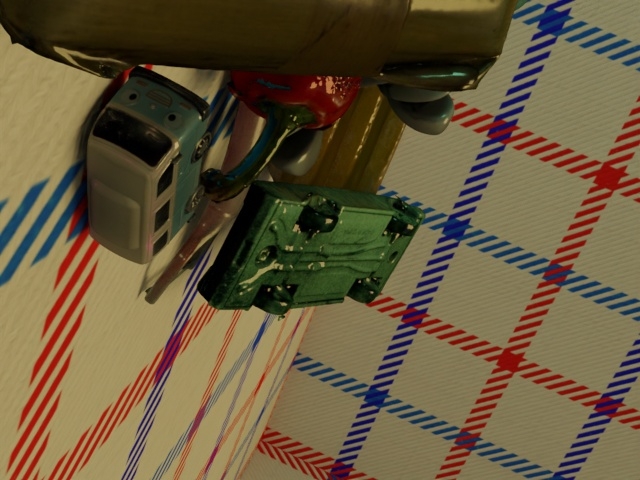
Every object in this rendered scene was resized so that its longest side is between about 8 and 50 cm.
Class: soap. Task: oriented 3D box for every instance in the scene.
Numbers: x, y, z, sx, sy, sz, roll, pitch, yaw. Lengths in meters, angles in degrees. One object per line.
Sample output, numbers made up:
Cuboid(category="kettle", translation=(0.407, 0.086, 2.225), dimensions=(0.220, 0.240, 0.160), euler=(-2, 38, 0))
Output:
Cuboid(category="soap", translation=(0.025, -0.128, 1.076), dimensions=(0.073, 0.140, 0.232), euler=(-52, 165, -67))

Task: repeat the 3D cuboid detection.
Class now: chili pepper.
Cuboid(category="chili pepper", translation=(0.002, -0.206, 0.693), dimensions=(0.110, 0.110, 0.388), euler=(73, 33, -81))

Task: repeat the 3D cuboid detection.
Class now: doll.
Cuboid(category="doll", translation=(0.041, -0.161, 0.869), dimensions=(0.194, 0.153, 0.258), euler=(-17, -162, 28))

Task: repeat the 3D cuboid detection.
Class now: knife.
Cuboid(category="knife", translation=(-0.082, -0.075, 0.796), dimensions=(0.123, 0.053, 0.278), euler=(-66, 180, -70))

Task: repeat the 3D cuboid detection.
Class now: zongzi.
Cuboid(category="zongzi", translation=(-0.061, -0.185, 0.431), dimensions=(0.260, 0.289, 0.123), euler=(-6, 133, -33))

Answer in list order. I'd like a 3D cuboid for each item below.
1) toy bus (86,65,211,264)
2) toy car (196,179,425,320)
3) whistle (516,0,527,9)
Cuboid(category="toy bus", translation=(-0.115, -0.043, 0.564), dimensions=(0.075, 0.060, 0.123), euler=(-57, 173, -35))
Cuboid(category="toy car", translation=(0.000, 0.000, 0.969), dimensions=(0.320, 0.097, 0.141), euler=(1, 123, -57))
Cuboid(category="whistle", translation=(0.073, -0.258, 0.633), dimensions=(0.274, 0.093, 0.186), euler=(52, 40, -33))
